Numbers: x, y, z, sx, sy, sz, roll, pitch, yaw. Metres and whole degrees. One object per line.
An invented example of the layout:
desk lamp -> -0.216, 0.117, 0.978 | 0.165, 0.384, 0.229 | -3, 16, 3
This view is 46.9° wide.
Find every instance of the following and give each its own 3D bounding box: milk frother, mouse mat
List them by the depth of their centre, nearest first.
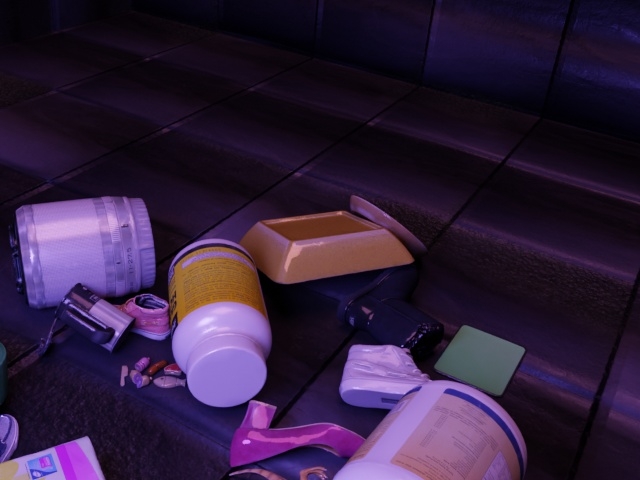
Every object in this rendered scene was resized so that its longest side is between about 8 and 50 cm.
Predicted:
milk frother -> -0.463, 0.183, 1.447 | 0.135, 0.143, 0.129 | 33, 24, 0
mouse mat -> 0.336, 0.248, 1.548 | 0.153, 0.007, 0.190 | 21, 33, 23

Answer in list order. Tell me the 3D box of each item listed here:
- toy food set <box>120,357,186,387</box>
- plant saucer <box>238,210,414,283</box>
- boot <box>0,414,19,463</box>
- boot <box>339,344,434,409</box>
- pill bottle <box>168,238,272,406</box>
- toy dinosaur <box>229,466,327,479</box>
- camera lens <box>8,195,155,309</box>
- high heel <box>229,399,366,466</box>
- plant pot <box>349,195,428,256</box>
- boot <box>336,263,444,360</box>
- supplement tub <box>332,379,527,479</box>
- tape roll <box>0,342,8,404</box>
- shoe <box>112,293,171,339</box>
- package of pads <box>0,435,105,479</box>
toy food set -> -0.320, 0.251, 1.419 | 0.122, 0.019, 0.078 | -1, 32, -11
plant saucer -> 0.000, 0.000, 1.729 | 0.333, 0.081, 0.333 | -8, 16, -22
boot -> -0.542, 0.331, 1.188 | 0.069, 0.086, 0.190 | 4, 32, -3
boot -> 0.170, 0.257, 1.400 | 0.258, 0.095, 0.123 | 8, 49, 6
pill bottle -> -0.197, 0.155, 1.435 | 0.188, 0.187, 0.334 | -2, 32, -13
toy dinosaur -> -0.045, 0.402, 1.179 | 0.112, 0.064, 0.211 | -18, 38, -31
camera lens -> -0.507, 0.022, 1.570 | 0.274, 0.219, 0.219 | -8, 34, -22
high heel -> -0.029, 0.363, 1.260 | 0.244, 0.082, 0.117 | 20, 64, -3
plant pot -> 0.160, -0.027, 1.816 | 0.236, 0.236, 0.032 | 33, 84, 37
boot -> 0.187, 0.155, 1.587 | 0.246, 0.094, 0.207 | -27, 42, -36
supplement tub -> 0.148, 0.378, 1.092 | 0.228, 0.228, 0.316 | 23, 36, 26
tape roll -> -0.698, 0.236, 1.237 | 0.321, 0.077, 0.321 | 3, 12, -1
shoe -> -0.390, 0.144, 1.522 | 0.178, 0.081, 0.063 | 13, 32, 11
package of pads -> -0.399, 0.432, 1.035 | 0.229, 0.101, 0.296 | -13, 36, -28
